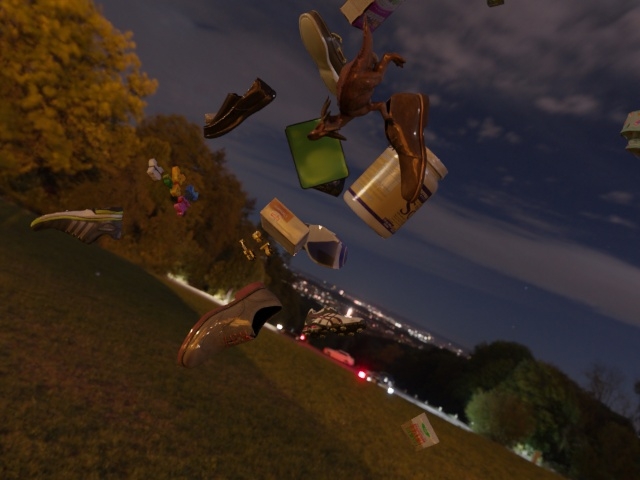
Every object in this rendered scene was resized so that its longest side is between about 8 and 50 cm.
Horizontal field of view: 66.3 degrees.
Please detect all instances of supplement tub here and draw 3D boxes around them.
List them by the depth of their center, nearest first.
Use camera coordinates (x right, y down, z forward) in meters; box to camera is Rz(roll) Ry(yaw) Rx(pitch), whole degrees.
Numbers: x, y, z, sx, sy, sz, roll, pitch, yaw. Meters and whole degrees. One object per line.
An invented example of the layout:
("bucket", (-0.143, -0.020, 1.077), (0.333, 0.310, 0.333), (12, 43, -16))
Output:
("supplement tub", (0.273, -0.197, 1.790), (0.241, 0.331, 0.241), (43, 9, -9))

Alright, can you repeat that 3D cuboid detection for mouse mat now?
("mouse mat", (-0.008, -0.255, 1.415), (0.152, 0.190, 0.007), (-17, 5, -11))

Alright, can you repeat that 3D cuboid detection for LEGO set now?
("LEGO set", (-0.483, -0.165, 1.634), (0.087, 0.093, 0.227), (-10, -41, 17))

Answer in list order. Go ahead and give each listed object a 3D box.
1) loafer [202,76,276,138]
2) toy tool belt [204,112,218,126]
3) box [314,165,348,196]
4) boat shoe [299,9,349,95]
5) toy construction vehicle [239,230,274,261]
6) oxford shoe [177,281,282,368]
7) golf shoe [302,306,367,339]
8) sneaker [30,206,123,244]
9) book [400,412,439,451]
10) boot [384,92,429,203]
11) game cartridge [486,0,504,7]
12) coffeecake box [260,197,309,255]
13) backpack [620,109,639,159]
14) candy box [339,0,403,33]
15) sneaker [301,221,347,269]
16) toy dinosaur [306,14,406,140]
("loafer", (-0.221, -0.344, 1.268), (0.078, 0.220, 0.080), (54, 3, -22))
("toy tool belt", (-0.337, -0.387, 1.602), (0.083, 0.051, 0.052), (-9, 50, -29))
("box", (0.026, -0.311, 2.336), (0.180, 0.147, 0.077), (19, -24, -13))
("boat shoe", (0.028, -0.611, 1.586), (0.109, 0.091, 0.305), (34, -16, 42))
("toy construction vehicle", (-0.209, 0.023, 1.593), (0.098, 0.086, 0.035), (61, 10, 14))
("oxford shoe", (-0.266, 0.265, 1.465), (0.130, 0.348, 0.123), (32, -27, 33))
("golf shoe", (0.053, 0.311, 1.918), (0.272, 0.120, 0.105), (-9, -33, 27))
("sneaker", (-0.819, -0.044, 1.657), (0.299, 0.121, 0.111), (-5, 7, -5))
("book", (0.324, 0.624, 1.591), (0.096, 0.035, 0.144), (62, -28, 23))
("boot", (0.226, -0.254, 1.345), (0.115, 0.305, 0.112), (2, -4, -17))
("game cartridge", (0.593, -0.817, 1.664), (0.056, 0.017, 0.083), (1, 3, 26))
("coffeecake box", (-0.110, -0.037, 1.505), (0.142, 0.068, 0.185), (43, -12, 4))
("backpack", (1.087, -0.343, 1.603), (0.188, 0.144, 0.166), (30, 3, -18))
("candy box", (0.189, -0.743, 1.471), (0.071, 0.233, 0.159), (57, 30, 6))
("sneaker", (-0.001, 0.000, 1.754), (0.315, 0.128, 0.182), (24, 11, 41))
("toy dinosaur", (0.072, -0.339, 1.119), (0.127, 0.200, 0.296), (48, -31, 32))
